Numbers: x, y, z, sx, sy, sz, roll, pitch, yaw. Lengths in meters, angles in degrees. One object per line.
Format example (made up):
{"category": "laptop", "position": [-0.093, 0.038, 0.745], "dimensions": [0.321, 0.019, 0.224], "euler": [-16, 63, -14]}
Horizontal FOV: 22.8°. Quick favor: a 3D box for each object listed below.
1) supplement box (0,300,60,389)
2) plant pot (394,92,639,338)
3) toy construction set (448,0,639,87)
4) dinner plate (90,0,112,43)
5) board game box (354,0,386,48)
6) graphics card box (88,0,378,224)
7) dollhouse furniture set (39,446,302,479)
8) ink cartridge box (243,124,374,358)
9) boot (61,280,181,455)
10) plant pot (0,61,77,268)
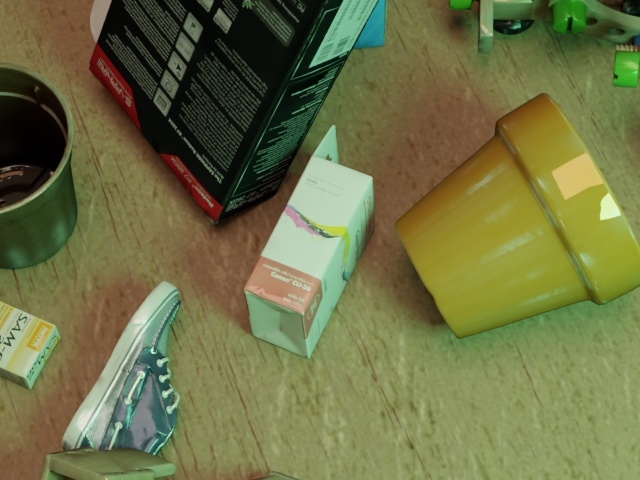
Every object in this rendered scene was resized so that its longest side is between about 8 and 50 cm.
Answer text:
{"category": "supplement box", "position": [-0.312, 0.095, 1.545], "dimensions": [0.098, 0.036, 0.062], "euler": [22, 67, 11]}
{"category": "plant pot", "position": [0.181, -0.006, 1.506], "dimensions": [0.188, 0.205, 0.205], "euler": [-29, 66, 4]}
{"category": "toy construction set", "position": [0.245, -0.313, 1.598], "dimensions": [0.237, 0.257, 0.309], "euler": [3, 96, 11]}
{"category": "dinner plate", "position": [-0.181, -0.246, 1.719], "dimensions": [0.141, 0.017, 0.141], "euler": [-1, 65, 2]}
{"category": "board game box", "position": [0.006, -0.404, 1.632], "dimensions": [0.086, 0.302, 0.308], "euler": [-7, 64, -2]}
{"category": "graphics card box", "position": [-0.084, -0.217, 1.503], "dimensions": [0.094, 0.371, 0.233], "euler": [-26, 68, -35]}
{"category": "dollhouse furniture set", "position": [-0.105, 0.363, 1.394], "dimensions": [0.286, 0.198, 0.303], "euler": [15, 95, 28]}
{"category": "ink cartridge box", "position": [0.000, 0.000, 1.540], "dimensions": [0.067, 0.115, 0.198], "euler": [21, 67, 12]}
{"category": "boot", "position": [-0.163, 0.137, 1.512], "dimensions": [0.086, 0.069, 0.190], "euler": [28, 76, 6]}
{"category": "plant pot", "position": [-0.311, -0.062, 1.550], "dimensions": [0.167, 0.165, 0.167], "euler": [-1, 65, 2]}
